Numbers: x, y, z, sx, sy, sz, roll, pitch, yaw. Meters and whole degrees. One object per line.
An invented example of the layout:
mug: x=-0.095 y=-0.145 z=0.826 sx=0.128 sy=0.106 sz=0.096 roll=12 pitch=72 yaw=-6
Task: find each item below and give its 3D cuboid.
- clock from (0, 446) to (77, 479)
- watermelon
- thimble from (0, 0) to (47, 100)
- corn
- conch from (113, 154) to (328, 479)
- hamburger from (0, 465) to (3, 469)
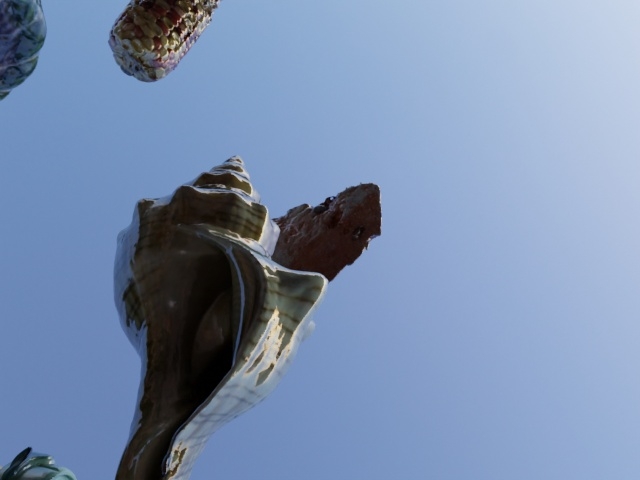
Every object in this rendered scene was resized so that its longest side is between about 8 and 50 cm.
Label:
clock: x=-0.212 y=0.205 z=0.465 sx=0.041 sy=0.135 sz=0.101 roll=6 pitch=-135 yaw=8
watermelon: x=0.000 y=0.000 z=1.003 sx=0.241 sy=0.094 sz=0.154 roll=-32 pitch=-140 yaw=1
thimble: x=-0.209 y=-0.126 z=0.322 sx=0.118 sy=0.135 sz=0.090 roll=-3 pitch=-117 yaw=-45
corn: x=-0.181 y=-0.336 z=0.881 sx=0.098 sy=0.098 sz=0.290 roll=29 pitch=-115 yaw=3
conch: x=-0.082 y=0.073 z=0.555 sx=0.169 sy=0.203 sz=0.386 roll=21 pitch=-130 yaw=-42
hamburger: x=-0.404 y=0.194 z=0.477 sx=0.294 sy=0.179 sz=0.276 roll=-29 pitch=-89 yaw=-47
